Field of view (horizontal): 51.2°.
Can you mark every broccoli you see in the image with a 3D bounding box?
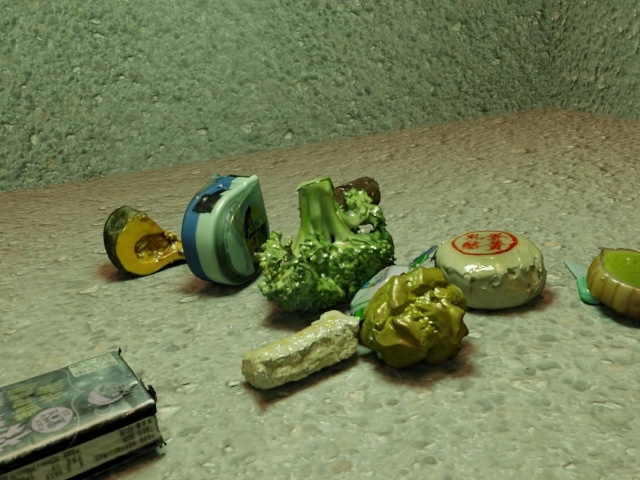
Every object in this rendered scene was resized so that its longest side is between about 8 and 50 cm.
[{"bbox_3d":[0.011,0.015,1.591,0.338,0.318,0.277,12,0,-32],"label":"broccoli"}]

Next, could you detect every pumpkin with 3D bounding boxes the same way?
[{"bbox_3d":[-0.479,-0.016,1.918,0.280,0.190,0.139,-17,21,-32],"label":"pumpkin"}]

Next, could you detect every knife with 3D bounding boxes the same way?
[{"bbox_3d":[0.620,0.086,1.563,0.063,0.035,0.260,2,17,10],"label":"knife"}]

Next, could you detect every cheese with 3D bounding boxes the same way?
[{"bbox_3d":[0.162,0.098,1.477,0.204,0.083,0.320,-40,0,44],"label":"cheese"}]

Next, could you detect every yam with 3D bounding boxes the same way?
[{"bbox_3d":[0.070,-0.112,2.141,0.131,0.131,0.279,12,28,41],"label":"yam"}]

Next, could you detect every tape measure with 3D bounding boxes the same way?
[{"bbox_3d":[-0.240,-0.018,1.746,0.138,0.259,0.262,1,28,25],"label":"tape measure"}]

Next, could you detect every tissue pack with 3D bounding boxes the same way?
[{"bbox_3d":[-0.466,0.311,1.097,0.361,0.122,0.259,-19,21,-28],"label":"tissue pack"}]

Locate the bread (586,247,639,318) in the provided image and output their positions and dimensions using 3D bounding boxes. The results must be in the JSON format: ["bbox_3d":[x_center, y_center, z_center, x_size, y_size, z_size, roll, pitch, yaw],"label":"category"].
[{"bbox_3d":[0.679,0.092,1.409,0.236,0.070,0.236,5,24,-2],"label":"bread"}]

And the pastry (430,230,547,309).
[{"bbox_3d":[0.386,0.066,1.535,0.264,0.133,0.265,-5,23,2],"label":"pastry"}]

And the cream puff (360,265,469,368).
[{"bbox_3d":[0.195,0.154,1.282,0.221,0.195,0.194,-18,22,-21],"label":"cream puff"}]

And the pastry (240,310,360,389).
[{"bbox_3d":[-0.033,0.212,1.293,0.258,0.089,0.121,-18,19,-34],"label":"pastry"}]
